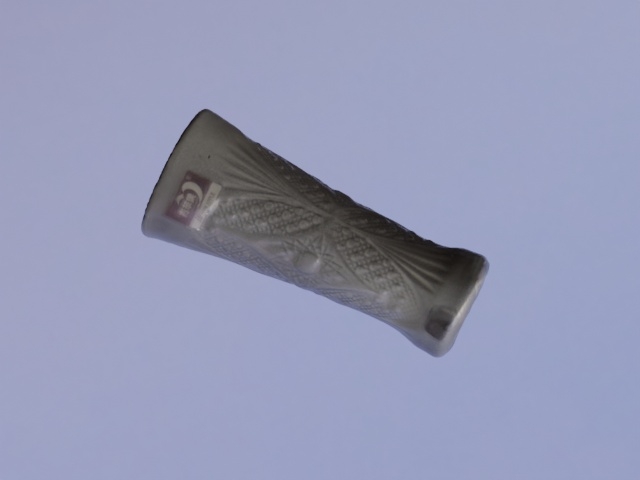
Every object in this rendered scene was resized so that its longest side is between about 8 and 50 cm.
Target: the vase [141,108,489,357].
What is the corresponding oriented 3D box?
[{"bbox_3d":[0.000,0.000,1.192,0.219,0.096,0.096,25,-146,5],"label":"vase"}]
